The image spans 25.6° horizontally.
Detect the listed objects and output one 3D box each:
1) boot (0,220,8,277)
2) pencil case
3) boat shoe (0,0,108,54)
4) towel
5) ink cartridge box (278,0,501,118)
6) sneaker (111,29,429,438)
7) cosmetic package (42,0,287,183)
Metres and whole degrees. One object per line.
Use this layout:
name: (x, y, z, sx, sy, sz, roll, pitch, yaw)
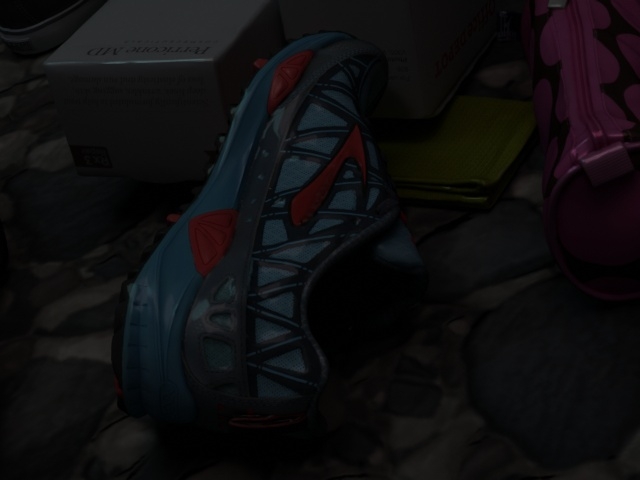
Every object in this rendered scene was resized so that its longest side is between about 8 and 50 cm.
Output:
boot: (-0.295, 0.036, 0.758, 0.222, 0.118, 0.338, -20, 31, 3)
pencil case: (0.146, -0.067, 0.729, 0.095, 0.098, 0.209, -10, 36, 9)
boat shoe: (-0.180, -0.235, 1.108, 0.080, 0.076, 0.228, 12, 44, 34)
towel: (0.012, -0.066, 0.848, 0.237, 0.021, 0.102, 8, 43, 30)
ink cartridge box: (0.037, -0.196, 0.835, 0.093, 0.212, 0.154, 2, 30, 25)
sneaker: (0.000, 0.000, 0.715, 0.125, 0.104, 0.262, 16, 52, 14)
cosmetic package: (-0.060, -0.130, 0.878, 0.117, 0.085, 0.231, 2, 34, 23)
